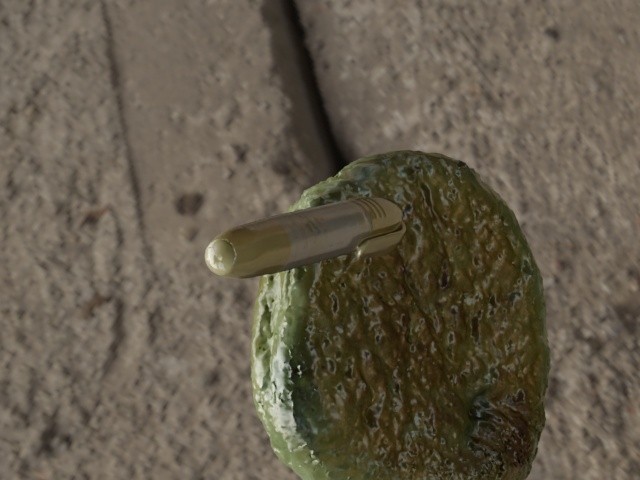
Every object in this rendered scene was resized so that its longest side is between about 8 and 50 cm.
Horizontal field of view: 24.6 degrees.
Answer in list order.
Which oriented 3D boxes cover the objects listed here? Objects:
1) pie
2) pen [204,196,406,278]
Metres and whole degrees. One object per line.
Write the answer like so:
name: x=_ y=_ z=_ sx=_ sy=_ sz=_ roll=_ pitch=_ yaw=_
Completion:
pie: x=0.063 y=0.069 z=1.057 sx=0.078 sy=0.277 sz=0.277 roll=-21 pitch=52 yaw=50
pen: x=0.000 y=0.000 z=0.804 sx=0.040 sy=0.233 sz=0.032 roll=38 pitch=109 yaw=14
